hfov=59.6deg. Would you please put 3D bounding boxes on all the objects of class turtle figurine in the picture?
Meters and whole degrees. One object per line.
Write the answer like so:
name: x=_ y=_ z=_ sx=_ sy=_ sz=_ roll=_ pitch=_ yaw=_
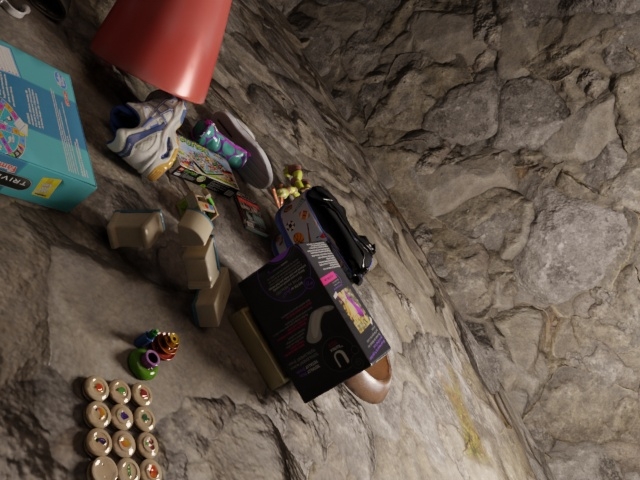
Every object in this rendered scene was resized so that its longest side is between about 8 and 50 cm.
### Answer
turtle figurine: x=-0.060 y=-0.138 z=1.695 sx=0.270 sy=0.087 sz=0.217 roll=38 pitch=26 yaw=-39

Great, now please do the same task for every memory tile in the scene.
memory tile: x=-0.258 y=0.248 z=0.730 sx=0.113 sy=0.012 sz=0.147 roll=31 pitch=31 yaw=-49

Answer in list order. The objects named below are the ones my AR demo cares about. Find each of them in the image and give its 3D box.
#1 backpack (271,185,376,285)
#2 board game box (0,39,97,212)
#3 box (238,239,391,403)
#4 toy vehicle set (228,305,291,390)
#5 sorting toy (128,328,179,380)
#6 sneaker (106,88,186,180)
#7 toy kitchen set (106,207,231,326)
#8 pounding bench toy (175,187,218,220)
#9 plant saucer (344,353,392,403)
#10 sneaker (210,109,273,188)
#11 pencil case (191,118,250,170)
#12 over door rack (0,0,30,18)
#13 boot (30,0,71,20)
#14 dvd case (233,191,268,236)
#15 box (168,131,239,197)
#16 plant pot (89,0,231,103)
backpack: x=0.000 y=0.000 z=1.436 sx=0.263 sy=0.213 sz=0.276 roll=62 pitch=13 yaw=-4
board game box: x=-0.503 y=-0.200 z=0.789 sx=0.336 sy=0.079 sz=0.253 roll=23 pitch=38 yaw=-56
box: x=-0.010 y=0.153 z=1.114 sx=0.270 sy=0.165 sz=0.143 roll=59 pitch=20 yaw=11
toy vehicle set: x=-0.076 y=0.201 z=1.190 sx=0.165 sy=0.035 sz=0.267 roll=58 pitch=20 yaw=9
sorting toy: x=-0.247 y=0.163 z=0.847 sx=0.061 sy=0.042 sz=0.102 roll=53 pitch=20 yaw=-7
sneaker: x=-0.362 y=-0.254 z=1.158 sx=0.131 sy=0.112 sz=0.296 roll=35 pitch=25 yaw=-33
toy kitchen set: x=-0.262 y=0.036 z=0.993 sx=0.122 sy=0.166 sz=0.207 roll=-84 pitch=172 yaw=-61
pounding bench toy: x=-0.245 y=-0.072 z=1.169 sx=0.065 sy=0.083 sz=0.052 roll=15 pitch=44 yaw=-60
plant saucer: x=0.098 y=0.273 z=1.460 sx=0.310 sy=0.050 sz=0.310 roll=46 pitch=22 yaw=-25
sneaker: x=-0.201 y=-0.255 z=1.548 sx=0.258 sy=0.094 sz=0.091 roll=58 pitch=24 yaw=9
pencil case: x=-0.257 y=-0.246 z=1.440 sx=0.152 sy=0.070 sz=0.064 roll=37 pitch=29 yaw=-41
over door rack: x=-0.588 y=-0.622 z=1.032 sx=0.324 sy=0.240 sz=0.108 roll=52 pitch=22 yaw=-11
boot: x=-0.605 y=-0.583 z=1.204 sx=0.190 sy=0.076 sz=0.208 roll=40 pitch=31 yaw=-31
dvd case: x=-0.178 y=-0.069 z=1.422 sx=0.087 sy=0.013 sz=0.119 roll=25 pitch=34 yaw=-54
box: x=-0.285 y=-0.179 z=1.319 sx=0.207 sy=0.036 sz=0.114 roll=20 pitch=39 yaw=-58
plant pot: x=-0.335 y=-0.474 z=1.241 sx=0.275 sy=0.243 sz=0.275 roll=26 pitch=12 yaw=-6
